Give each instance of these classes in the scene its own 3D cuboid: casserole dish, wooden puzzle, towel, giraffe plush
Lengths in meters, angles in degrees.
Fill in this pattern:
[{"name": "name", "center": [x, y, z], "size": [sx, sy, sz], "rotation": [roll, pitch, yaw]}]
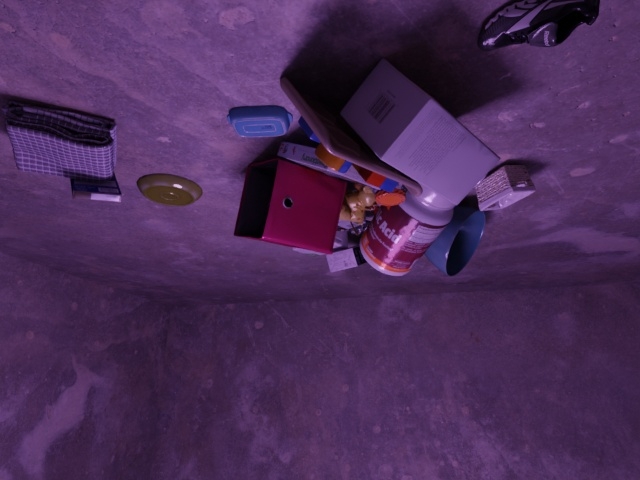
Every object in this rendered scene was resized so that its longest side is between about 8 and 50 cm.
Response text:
[{"name": "casserole dish", "center": [-0.172, -0.332, 1.269], "size": [0.189, 0.037, 0.114], "rotation": [-2, 161, 5]}, {"name": "wooden puzzle", "center": [0.064, -0.243, 1.123], "size": [0.348, 0.322, 0.080], "rotation": [20, 119, -39]}, {"name": "towel", "center": [-0.756, -0.279, 1.313], "size": [0.284, 0.121, 0.235], "rotation": [8, 158, -21]}, {"name": "giraffe plush", "center": [0.137, -0.152, 1.603], "size": [0.170, 0.210, 0.181], "rotation": [-40, 174, 27]}]

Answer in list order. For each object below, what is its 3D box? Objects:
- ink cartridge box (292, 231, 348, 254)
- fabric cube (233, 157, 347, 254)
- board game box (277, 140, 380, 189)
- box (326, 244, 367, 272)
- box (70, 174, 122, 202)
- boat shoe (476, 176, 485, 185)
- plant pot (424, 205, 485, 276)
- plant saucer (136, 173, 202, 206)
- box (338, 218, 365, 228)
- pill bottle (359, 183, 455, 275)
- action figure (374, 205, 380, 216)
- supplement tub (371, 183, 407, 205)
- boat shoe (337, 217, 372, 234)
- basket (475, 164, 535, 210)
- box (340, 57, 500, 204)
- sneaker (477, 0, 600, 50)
[{"name": "ink cartridge box", "center": [0.000, 0.000, 2.111], "size": [0.219, 0.092, 0.160], "rotation": [-16, 155, 37]}, {"name": "fabric cube", "center": [-0.104, -0.106, 1.486], "size": [0.258, 0.254, 0.259], "rotation": [14, 176, -31]}, {"name": "board game box", "center": [0.024, -0.225, 1.320], "size": [0.193, 0.053, 0.305], "rotation": [15, -172, -34]}, {"name": "box", "center": [0.183, 0.067, 2.143], "size": [0.169, 0.087, 0.290], "rotation": [-17, 179, 41]}, {"name": "box", "center": [-0.737, -0.188, 1.456], "size": [0.137, 0.225, 0.036], "rotation": [2, 119, -33]}, {"name": "boat shoe", "center": [0.532, -0.208, 1.582], "size": [0.040, 0.049, 0.142], "rotation": [41, 149, -1]}, {"name": "plant pot", "center": [0.512, -0.026, 1.829], "size": [0.195, 0.290, 0.290], "rotation": [30, 180, 35]}, {"name": "plant saucer", "center": [-0.575, -0.182, 1.702], "size": [0.241, 0.037, 0.241], "rotation": [1, 160, 0]}, {"name": "box", "center": [0.114, -0.109, 1.810], "size": [0.102, 0.087, 0.101], "rotation": [19, 153, -40]}, {"name": "pill bottle", "center": [0.310, -0.077, 1.536], "size": [0.224, 0.224, 0.392], "rotation": [9, 135, -21]}, {"name": "action figure", "center": [0.352, -0.057, 1.890], "size": [0.280, 0.139, 0.091], "rotation": [13, 158, -38]}, {"name": "supplement tub", "center": [0.210, -0.210, 1.368], "size": [0.117, 0.190, 0.117], "rotation": [0, 160, 0]}, {"name": "boat shoe", "center": [0.157, -0.057, 1.897], "size": [0.233, 0.079, 0.084], "rotation": [9, 163, 18]}, {"name": "basket", "center": [0.629, -0.181, 1.541], "size": [0.113, 0.103, 0.167], "rotation": [-6, 163, -23]}, {"name": "box", "center": [0.254, -0.260, 1.118], "size": [0.345, 0.215, 0.168], "rotation": [20, 119, -44]}, {"name": "sneaker", "center": [0.428, -0.424, 0.884], "size": [0.234, 0.106, 0.078], "rotation": [-14, 155, 36]}]
